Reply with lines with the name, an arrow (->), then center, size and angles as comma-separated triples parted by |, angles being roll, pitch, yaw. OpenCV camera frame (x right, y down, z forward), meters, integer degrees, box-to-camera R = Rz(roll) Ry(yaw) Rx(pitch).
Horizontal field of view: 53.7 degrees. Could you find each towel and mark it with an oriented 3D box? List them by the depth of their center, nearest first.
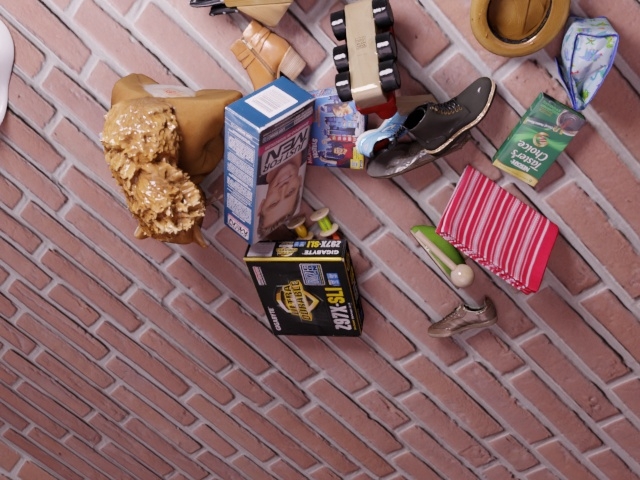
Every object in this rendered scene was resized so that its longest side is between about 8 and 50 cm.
towel -> 0.409, -0.024, 1.432 | 0.275, 0.198, 0.031 | 33, 157, -9

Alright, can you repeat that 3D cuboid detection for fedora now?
fedora -> 0.380, -0.454, 1.214 | 0.194, 0.079, 0.194 | 8, 130, 9

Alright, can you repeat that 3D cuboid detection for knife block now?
knife block -> -0.158, -0.534, 1.225 | 0.242, 0.088, 0.276 | 23, 155, -20

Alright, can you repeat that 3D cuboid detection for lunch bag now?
lunch bag -> 0.508, -0.344, 1.225 | 0.096, 0.129, 0.151 | 5, 125, 12

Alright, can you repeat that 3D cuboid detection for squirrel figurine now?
squirrel figurine -> -0.350, -0.140, 1.405 | 0.281, 0.397, 0.370 | 9, 116, 2

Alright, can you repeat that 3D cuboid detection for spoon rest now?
spoon rest -> -0.811, -0.412, 1.542 | 0.137, 0.084, 0.276 | 11, 111, 5

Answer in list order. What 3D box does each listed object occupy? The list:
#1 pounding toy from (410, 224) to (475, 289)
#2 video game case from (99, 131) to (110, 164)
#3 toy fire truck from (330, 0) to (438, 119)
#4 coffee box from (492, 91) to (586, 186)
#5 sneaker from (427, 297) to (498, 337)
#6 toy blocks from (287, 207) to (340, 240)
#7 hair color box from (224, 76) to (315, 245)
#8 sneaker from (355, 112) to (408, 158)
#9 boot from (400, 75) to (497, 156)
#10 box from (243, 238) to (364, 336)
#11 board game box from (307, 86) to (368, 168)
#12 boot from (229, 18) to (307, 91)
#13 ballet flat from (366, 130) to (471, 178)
pounding toy -> 0.307, 0.014, 1.476 | 0.110, 0.237, 0.183 | -39, 88, 5
video game case -> -0.497, -0.233, 1.612 | 0.122, 0.011, 0.087 | 3, 124, 11
toy fire truck -> 0.140, -0.349, 1.302 | 0.159, 0.217, 0.246 | -11, 161, 19
coffee box -> 0.471, -0.216, 1.371 | 0.113, 0.040, 0.184 | 28, 124, -6
sneaker -> 0.367, 0.201, 1.668 | 0.188, 0.066, 0.071 | -17, 100, 17
toy blocks -> 0.000, 0.000, 1.619 | 0.123, 0.054, 0.148 | -17, 117, 24
hair color box -> -0.119, -0.168, 1.407 | 0.105, 0.174, 0.347 | 37, 144, 21
sneaker -> 0.160, -0.229, 1.391 | 0.162, 0.073, 0.063 | -36, 130, -2
boot -> 0.267, -0.275, 1.304 | 0.198, 0.077, 0.137 | -52, 141, 11
box -> -0.034, 0.130, 1.660 | 0.257, 0.079, 0.322 | -2, 136, 12
board game box -> 0.009, -0.267, 1.438 | 0.194, 0.060, 0.194 | 7, 124, 11
boot -> -0.143, -0.374, 1.400 | 0.152, 0.073, 0.197 | 38, 111, -13
ballet flat -> 0.222, -0.196, 1.433 | 0.250, 0.084, 0.058 | -22, 152, 22
